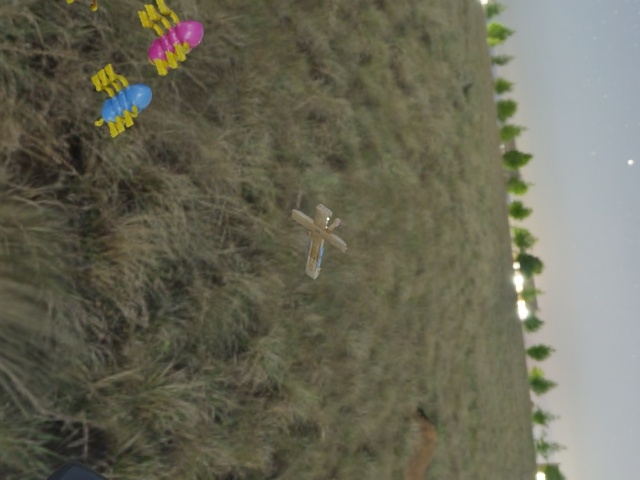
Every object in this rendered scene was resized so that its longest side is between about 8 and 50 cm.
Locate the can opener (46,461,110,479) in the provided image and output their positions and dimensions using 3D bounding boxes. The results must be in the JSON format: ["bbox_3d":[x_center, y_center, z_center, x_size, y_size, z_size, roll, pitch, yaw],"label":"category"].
[{"bbox_3d":[-0.098,0.269,0.486,0.095,0.283,0.076,-45,158,-59],"label":"can opener"}]

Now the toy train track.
[{"bbox_3d":[0.000,0.000,0.503,0.014,0.048,0.083,-45,161,-32],"label":"toy train track"}]

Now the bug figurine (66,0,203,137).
[{"bbox_3d":[-0.253,-0.287,0.900,0.072,0.216,0.279,-12,84,-58],"label":"bug figurine"}]
